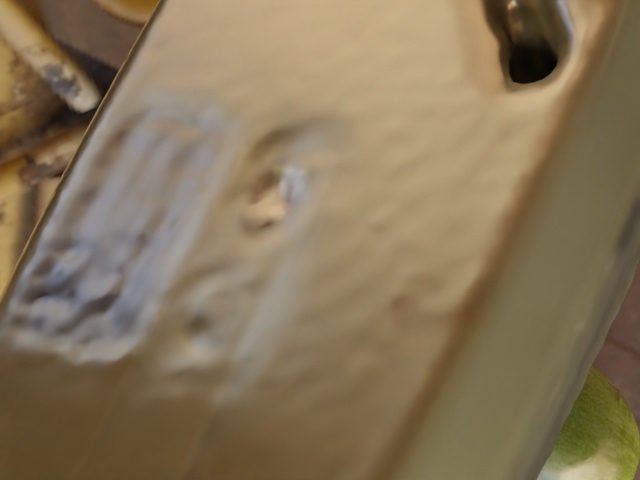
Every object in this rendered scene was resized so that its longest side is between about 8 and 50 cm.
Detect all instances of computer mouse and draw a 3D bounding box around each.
[{"bbox_3d":[0.003,0.004,0.438,0.197,0.330,0.095,13,156,38],"label":"computer mouse"}]

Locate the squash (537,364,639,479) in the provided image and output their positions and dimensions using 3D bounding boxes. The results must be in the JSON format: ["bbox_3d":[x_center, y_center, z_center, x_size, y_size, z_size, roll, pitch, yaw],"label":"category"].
[{"bbox_3d":[0.036,0.070,0.883,0.371,0.118,0.118,28,142,-10],"label":"squash"}]
